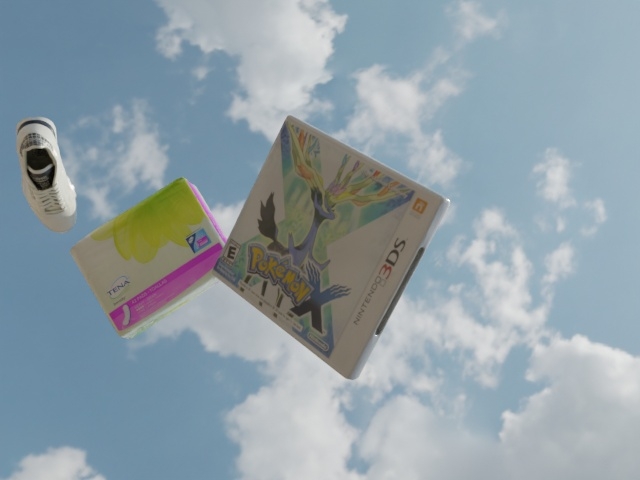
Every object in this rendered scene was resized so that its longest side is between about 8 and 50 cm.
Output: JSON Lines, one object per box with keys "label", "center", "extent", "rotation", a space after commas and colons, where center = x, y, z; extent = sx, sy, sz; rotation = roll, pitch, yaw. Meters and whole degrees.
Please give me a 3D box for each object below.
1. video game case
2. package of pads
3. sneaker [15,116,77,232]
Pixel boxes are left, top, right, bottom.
{"label": "video game case", "center": [0.000, 0.000, 1.169], "extent": [0.329, 0.036, 0.300], "rotation": [33, -79, 35]}
{"label": "package of pads", "center": [-0.343, 0.032, 1.570], "extent": [0.296, 0.101, 0.229], "rotation": [-33, -99, 1]}
{"label": "sneaker", "center": [-0.486, -0.097, 1.334], "extent": [0.090, 0.095, 0.235], "rotation": [-16, -49, -14]}
